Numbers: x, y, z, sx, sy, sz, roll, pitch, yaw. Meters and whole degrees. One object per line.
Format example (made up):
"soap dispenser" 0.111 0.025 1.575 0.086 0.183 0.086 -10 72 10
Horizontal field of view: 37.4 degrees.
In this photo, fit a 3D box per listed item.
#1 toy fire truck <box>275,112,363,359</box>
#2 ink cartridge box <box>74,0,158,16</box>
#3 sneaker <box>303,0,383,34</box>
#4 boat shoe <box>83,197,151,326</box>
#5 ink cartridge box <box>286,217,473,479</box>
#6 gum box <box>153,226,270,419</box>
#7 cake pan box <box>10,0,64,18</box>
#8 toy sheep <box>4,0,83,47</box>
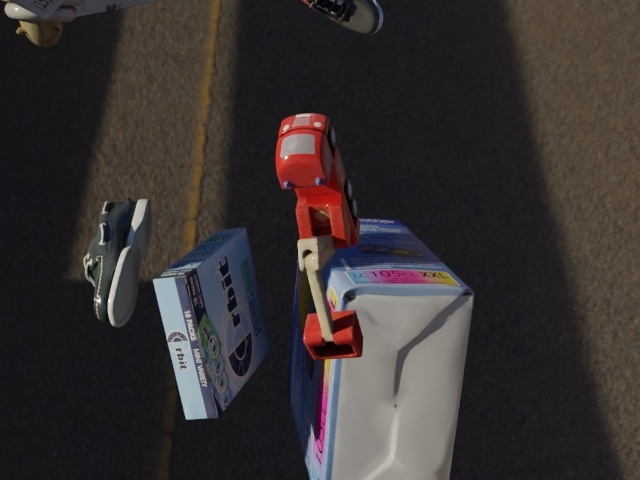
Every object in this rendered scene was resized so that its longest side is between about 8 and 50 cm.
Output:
"toy fire truck" 0.000 0.000 0.836 0.047 0.192 0.135 -5 44 14
"ink cartridge box" -0.230 -0.306 1.028 0.180 0.104 0.060 -13 70 -8
"sneaker" 0.006 -0.310 1.217 0.158 0.061 0.065 34 42 1
"boat shoe" -0.351 0.035 1.592 0.091 0.114 0.303 1 32 0
"ink cartridge box" 0.050 0.128 1.176 0.151 0.270 0.395 3 14 -8
"gum box" -0.114 0.086 1.042 0.041 0.157 0.184 -6 15 16
"cake pan box" -0.192 -0.262 0.504 0.245 0.266 0.070 26 46 -37
"toy sheep" -0.257 -0.245 0.874 0.091 0.132 0.091 0 16 0
